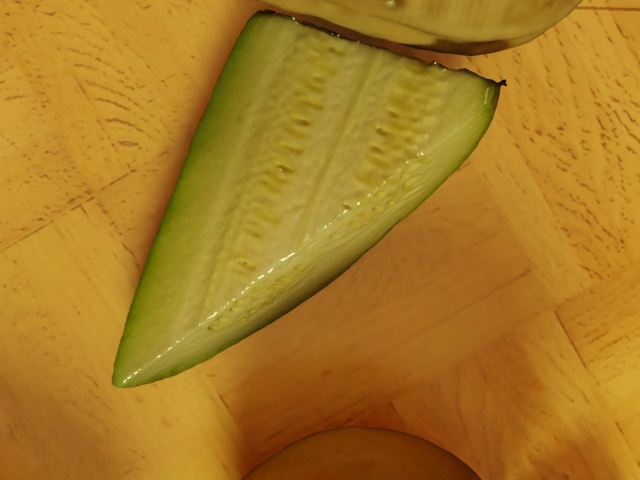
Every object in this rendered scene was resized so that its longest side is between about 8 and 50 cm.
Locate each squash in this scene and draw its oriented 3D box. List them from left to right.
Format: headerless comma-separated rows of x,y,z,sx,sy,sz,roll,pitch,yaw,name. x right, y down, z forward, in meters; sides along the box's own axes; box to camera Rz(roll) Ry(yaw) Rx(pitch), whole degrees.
0.000,0.000,1.035,0.203,0.111,0.289,21,95,24,squash

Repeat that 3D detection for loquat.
0.028,0.242,1.026,0.235,0.235,0.235,-1,100,-5,loquat

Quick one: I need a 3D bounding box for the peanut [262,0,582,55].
0.005,-0.244,0.968,0.387,0.169,0.192,17,83,-7,peanut
